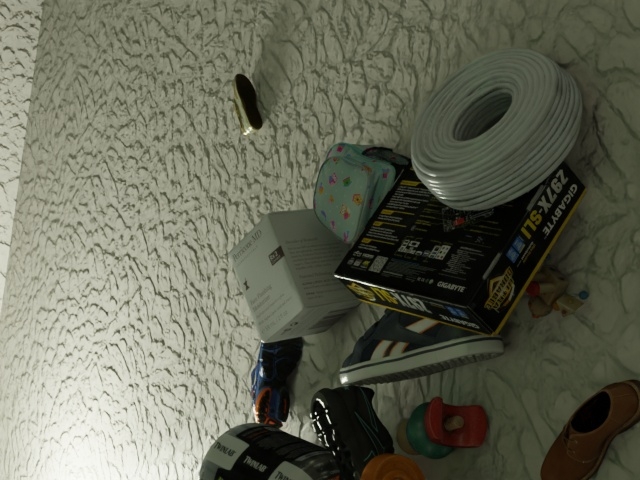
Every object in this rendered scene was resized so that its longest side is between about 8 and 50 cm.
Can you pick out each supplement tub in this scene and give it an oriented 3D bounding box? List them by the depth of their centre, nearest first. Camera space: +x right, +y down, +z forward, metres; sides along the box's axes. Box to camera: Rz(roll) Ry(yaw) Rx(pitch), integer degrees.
[{"bbox_3d":[-0.048,0.443,1.998,0.338,0.207,0.207,8,93,56],"label":"supplement tub"}]

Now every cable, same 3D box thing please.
[{"bbox_3d":[0.247,-0.161,1.660,0.257,0.089,0.257,-10,46,45],"label":"cable"}]

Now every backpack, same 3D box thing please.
[{"bbox_3d":[0.069,-0.078,1.951,0.188,0.144,0.166,38,123,54],"label":"backpack"}]

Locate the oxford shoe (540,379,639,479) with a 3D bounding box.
[{"bbox_3d":[0.346,0.261,1.565,0.212,0.076,0.076,-61,43,33],"label":"oxford shoe"}]

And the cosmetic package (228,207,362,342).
[{"bbox_3d":[-0.040,0.059,2.056,0.151,0.151,0.184,-43,63,45],"label":"cosmetic package"}]

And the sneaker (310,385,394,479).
[{"bbox_3d":[0.076,0.348,1.819,0.101,0.106,0.267,-40,64,55],"label":"sneaker"}]

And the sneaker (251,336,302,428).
[{"bbox_3d":[-0.096,0.241,2.208,0.087,0.083,0.221,24,103,62],"label":"sneaker"}]

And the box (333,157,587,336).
[{"bbox_3d":[0.194,-0.009,1.711,0.322,0.079,0.257,11,61,55],"label":"box"}]

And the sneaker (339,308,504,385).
[{"bbox_3d":[0.150,0.146,1.823,0.321,0.126,0.128,-22,71,44],"label":"sneaker"}]

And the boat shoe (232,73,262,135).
[{"bbox_3d":[-0.157,-0.275,2.381,0.045,0.050,0.135,-37,56,41],"label":"boat shoe"}]

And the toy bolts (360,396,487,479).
[{"bbox_3d":[0.139,0.349,1.767,0.158,0.218,0.229,-36,39,58],"label":"toy bolts"}]

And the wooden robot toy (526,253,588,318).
[{"bbox_3d":[0.304,0.073,1.657,0.173,0.076,0.079,53,139,45],"label":"wooden robot toy"}]
